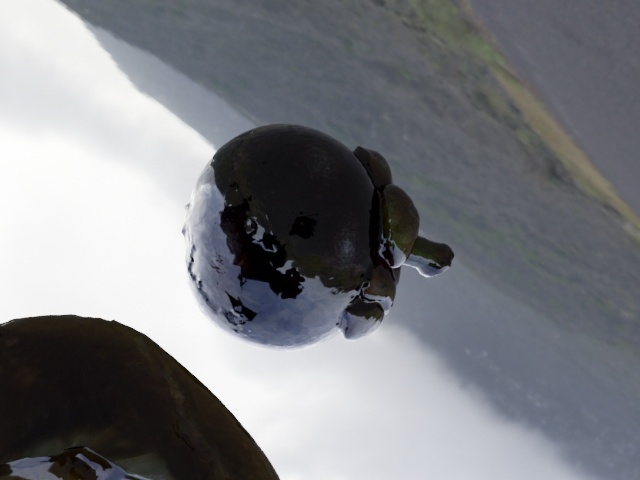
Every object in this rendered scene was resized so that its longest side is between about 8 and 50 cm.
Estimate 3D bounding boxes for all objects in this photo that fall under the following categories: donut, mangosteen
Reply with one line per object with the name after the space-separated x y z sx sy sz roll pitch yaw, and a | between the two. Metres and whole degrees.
-0.155 0.216 0.628 0.330 0.330 0.160 42 160 17 | donut
0.000 0.000 0.930 0.249 0.211 0.211 4 -163 -7 | mangosteen
